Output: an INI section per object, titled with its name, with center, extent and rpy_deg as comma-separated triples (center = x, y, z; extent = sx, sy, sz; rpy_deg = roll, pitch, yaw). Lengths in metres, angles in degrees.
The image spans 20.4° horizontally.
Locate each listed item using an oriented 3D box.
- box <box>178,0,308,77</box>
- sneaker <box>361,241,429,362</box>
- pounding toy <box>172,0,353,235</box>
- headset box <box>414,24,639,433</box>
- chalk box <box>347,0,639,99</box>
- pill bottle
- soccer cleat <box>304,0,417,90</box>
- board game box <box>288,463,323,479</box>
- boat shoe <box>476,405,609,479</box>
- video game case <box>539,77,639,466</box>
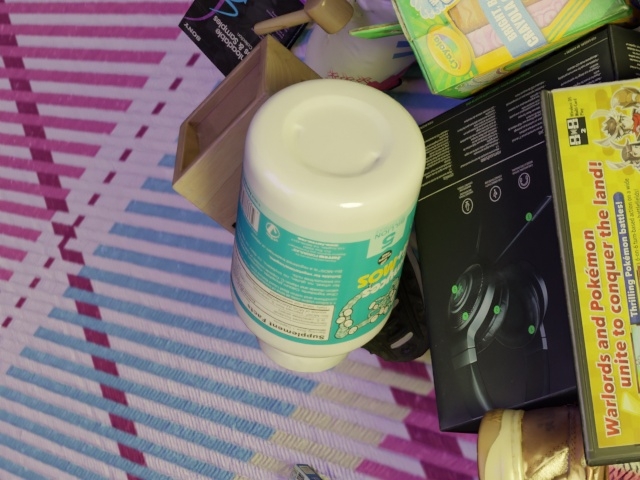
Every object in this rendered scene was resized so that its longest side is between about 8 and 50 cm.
[box]
center = -0.070, -0.245, 1.866
extent = 0.116, 0.029, 0.162
rpy_deg = 47, 127, 14
[sneaker]
center = 0.041, -0.009, 1.667
extent = 0.100, 0.108, 0.271
rpy_deg = -39, 64, 26
[pounding toy]
center = -0.029, -0.130, 1.606
extent = 0.206, 0.094, 0.181
rpy_deg = -44, 21, 21
[headset box]
center = 0.205, 0.013, 1.411
extent = 0.246, 0.131, 0.283
rpy_deg = -27, 63, 47
[chalk box]
center = 0.129, -0.192, 1.402
extent = 0.213, 0.132, 0.132
rpy_deg = -23, 87, 17
[pill bottle]
center = 0.000, 0.000, 1.494
extent = 0.264, 0.146, 0.146
rpy_deg = 100, 154, -51
[soccer cleat]
center = 0.067, -0.223, 1.619
extent = 0.331, 0.143, 0.116
rpy_deg = -19, 62, 49
[board game box]
center = -0.011, 0.280, 1.738
extent = 0.090, 0.020, 0.090
rpy_deg = 41, 115, 48
[boat shoe]
center = 0.207, 0.288, 1.352
extent = 0.123, 0.123, 0.342
rpy_deg = -10, 95, 12
[video game case]
center = 0.293, 0.009, 1.245
extent = 0.248, 0.035, 0.274
rpy_deg = -7, 74, 7
